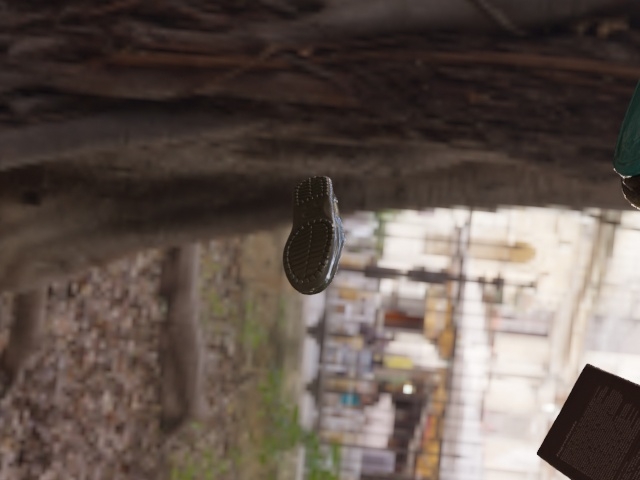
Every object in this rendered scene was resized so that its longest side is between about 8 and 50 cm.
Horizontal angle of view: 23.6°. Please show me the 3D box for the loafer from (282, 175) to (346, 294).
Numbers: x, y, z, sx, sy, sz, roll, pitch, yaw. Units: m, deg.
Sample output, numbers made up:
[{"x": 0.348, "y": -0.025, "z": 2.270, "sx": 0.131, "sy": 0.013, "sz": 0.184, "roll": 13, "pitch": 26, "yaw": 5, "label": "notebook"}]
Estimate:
[{"x": 0.000, "y": 0.000, "z": 1.448, "sx": 0.148, "sy": 0.056, "sz": 0.050, "roll": -83, "pitch": 150, "yaw": -45, "label": "loafer"}]

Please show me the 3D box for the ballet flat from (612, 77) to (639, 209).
[{"x": 0.256, "y": -0.153, "z": 0.849, "sx": 0.123, "sy": 0.123, "sz": 0.348, "roll": 88, "pitch": 21, "yaw": -68, "label": "ballet flat"}]

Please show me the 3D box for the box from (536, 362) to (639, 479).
[{"x": 0.392, "y": 0.255, "z": 1.671, "sx": 0.143, "sy": 0.191, "sz": 0.381, "roll": -62, "pitch": -172, "yaw": -3, "label": "box"}]
